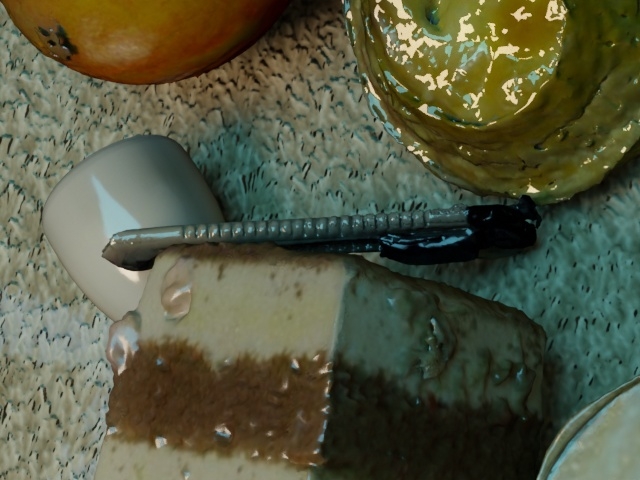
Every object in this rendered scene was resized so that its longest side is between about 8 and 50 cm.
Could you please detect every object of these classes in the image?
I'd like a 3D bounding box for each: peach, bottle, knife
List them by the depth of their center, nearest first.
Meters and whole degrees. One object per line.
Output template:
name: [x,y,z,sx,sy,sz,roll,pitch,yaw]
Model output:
knife: [0.000,0.005,1.621,0.365,0.089,0.043,-4,58,4]
bottle: [-0.130,0.038,1.729,0.147,0.147,0.236,-39,68,14]
peach: [-0.132,-0.317,1.737,0.372,0.290,0.372,-43,21,21]

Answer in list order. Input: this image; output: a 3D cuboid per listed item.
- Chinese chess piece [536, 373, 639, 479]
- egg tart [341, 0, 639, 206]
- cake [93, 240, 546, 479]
Chinese chess piece: [0.306,0.243,1.420,0.338,0.140,0.338,-8,73,26]
egg tart: [0.145,-0.185,1.592,0.341,0.129,0.341,8,106,31]
cake: [-0.002,0.161,1.515,0.282,0.256,0.290,2,78,46]
